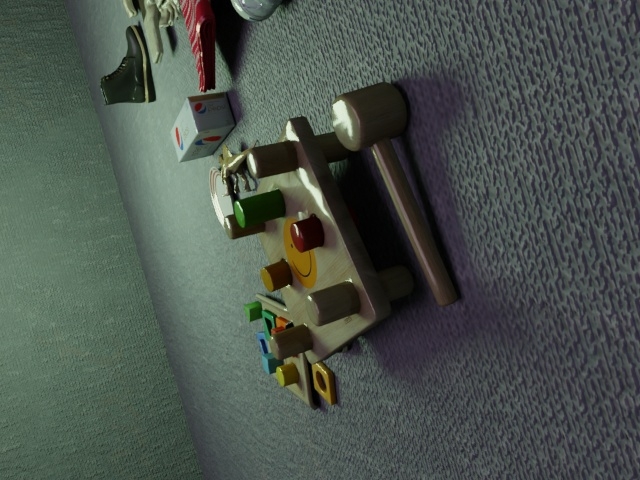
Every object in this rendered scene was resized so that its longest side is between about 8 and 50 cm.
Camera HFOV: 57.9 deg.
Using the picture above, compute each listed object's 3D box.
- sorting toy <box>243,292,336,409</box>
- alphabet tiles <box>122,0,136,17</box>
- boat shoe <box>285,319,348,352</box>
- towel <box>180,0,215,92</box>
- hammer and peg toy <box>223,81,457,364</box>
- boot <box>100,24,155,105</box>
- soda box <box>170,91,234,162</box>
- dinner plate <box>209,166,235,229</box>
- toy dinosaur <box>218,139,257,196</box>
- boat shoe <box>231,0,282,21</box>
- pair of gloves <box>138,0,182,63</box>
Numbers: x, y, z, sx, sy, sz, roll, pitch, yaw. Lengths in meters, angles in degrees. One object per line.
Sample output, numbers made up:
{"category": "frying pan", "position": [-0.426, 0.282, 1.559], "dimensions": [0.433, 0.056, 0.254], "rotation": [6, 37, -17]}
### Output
{"category": "sorting toy", "position": [-0.075, 0.205, 1.076], "dimensions": [0.348, 0.047, 0.196], "rotation": [10, 114, 63]}
{"category": "alphabet tiles", "position": [-0.514, -0.695, 1.422], "dimensions": [0.278, 0.021, 0.284], "rotation": [-135, 27, -64]}
{"category": "boat shoe", "position": [-0.008, 0.148, 0.892], "dimensions": [0.152, 0.049, 0.056], "rotation": [-1, 103, 65]}
{"category": "towel", "position": [-0.215, -0.408, 0.953], "dimensions": [0.199, 0.031, 0.275], "rotation": [118, 137, -68]}
{"category": "hammer and peg toy", "position": [0.000, 0.000, 0.685], "dimensions": [0.266, 0.127, 0.361], "rotation": [67, 155, 14]}
{"category": "boot", "position": [-0.519, -0.453, 1.510], "dimensions": [0.077, 0.137, 0.198], "rotation": [22, 124, 60]}
{"category": "soda box", "position": [-0.233, -0.215, 1.120], "dimensions": [0.216, 0.074, 0.069], "rotation": [-17, 89, 66]}
{"category": "dinner plate", "position": [-0.200, -0.085, 1.201], "dimensions": [0.141, 0.017, 0.141], "rotation": [44, 141, 49]}
{"category": "toy dinosaur", "position": [-0.159, -0.129, 1.041], "dimensions": [0.183, 0.053, 0.092], "rotation": [5, 108, 65]}
{"category": "boat shoe", "position": [-0.092, -0.395, 0.716], "dimensions": [0.081, 0.079, 0.227], "rotation": [-1, 109, 56]}
{"category": "pair of gloves", "position": [-0.341, -0.510, 1.209], "dimensions": [0.240, 0.042, 0.204], "rotation": [-31, 73, 63]}
